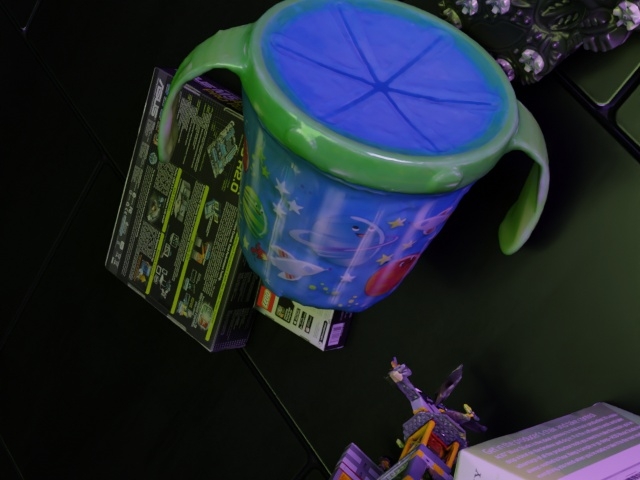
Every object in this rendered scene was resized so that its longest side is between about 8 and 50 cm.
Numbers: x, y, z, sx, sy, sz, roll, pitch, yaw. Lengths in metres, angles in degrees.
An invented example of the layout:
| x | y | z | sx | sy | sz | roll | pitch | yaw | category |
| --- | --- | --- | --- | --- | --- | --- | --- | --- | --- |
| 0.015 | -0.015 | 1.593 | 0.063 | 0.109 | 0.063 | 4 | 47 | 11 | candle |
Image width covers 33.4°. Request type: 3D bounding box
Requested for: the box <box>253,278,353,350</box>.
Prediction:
| x | y | z | sx | sy | sz | roll | pitch | yaw | category |
| --- | --- | --- | --- | --- | --- | --- | --- | --- | --- |
| 0.000 | 0.000 | 1.137 | 0.114 | 0.036 | 0.207 | 29 | 112 | 37 | box |

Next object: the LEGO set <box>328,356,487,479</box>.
| x | y | z | sx | sy | sz | roll | pitch | yaw | category |
| --- | --- | --- | --- | --- | --- | --- | --- | --- | --- |
| 0.096 | 0.285 | 1.021 | 0.255 | 0.192 | 0.331 | 36 | 123 | 1 | LEGO set |

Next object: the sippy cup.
| x | y | z | sx | sy | sz | roll | pitch | yaw | category |
| --- | --- | --- | --- | --- | --- | --- | --- | --- | --- |
| 0.026 | -0.064 | 0.946 | 0.305 | 0.240 | 0.224 | 39 | 135 | 19 | sippy cup |

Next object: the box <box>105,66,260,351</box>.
| x | y | z | sx | sy | sz | roll | pitch | yaw | category |
| --- | --- | --- | --- | --- | --- | --- | --- | --- | --- |
| -0.139 | -0.040 | 1.243 | 0.216 | 0.060 | 0.270 | 32 | 114 | 35 | box |

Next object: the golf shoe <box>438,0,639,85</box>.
| x | y | z | sx | sy | sz | roll | pitch | yaw | category |
| --- | --- | --- | --- | --- | --- | --- | --- | --- | --- |
| 0.210 | -0.208 | 0.904 | 0.105 | 0.120 | 0.273 | 58 | 156 | -17 | golf shoe |

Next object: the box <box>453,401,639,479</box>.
| x | y | z | sx | sy | sz | roll | pitch | yaw | category |
| --- | --- | --- | --- | --- | --- | --- | --- | --- | --- |
| 0.288 | 0.213 | 0.770 | 0.322 | 0.232 | 0.058 | 22 | 106 | 39 | box |
